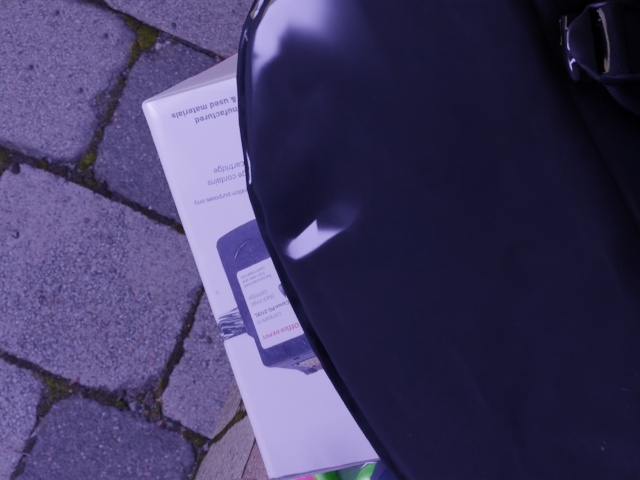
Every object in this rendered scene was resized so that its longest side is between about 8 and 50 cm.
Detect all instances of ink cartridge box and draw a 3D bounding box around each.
[{"bbox_3d":[0.000,0.000,0.877,0.172,0.100,0.237,-47,-59,-67],"label":"ink cartridge box"}]

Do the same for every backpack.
[{"bbox_3d":[0.102,-0.021,0.698,0.273,0.290,0.355,-23,6,34],"label":"backpack"}]

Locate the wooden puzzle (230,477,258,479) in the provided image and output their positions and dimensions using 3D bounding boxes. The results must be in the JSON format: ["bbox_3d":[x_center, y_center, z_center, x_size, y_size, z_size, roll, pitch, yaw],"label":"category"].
[{"bbox_3d":[-0.014,0.346,0.790,0.348,0.081,0.322,-80,-17,-69],"label":"wooden puzzle"}]

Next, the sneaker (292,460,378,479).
[{"bbox_3d":[0.113,0.018,1.085,0.202,0.185,0.482,40,-111,-71],"label":"sneaker"}]

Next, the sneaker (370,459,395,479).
[{"bbox_3d":[0.097,0.210,0.817,0.131,0.112,0.319,-43,27,32],"label":"sneaker"}]
